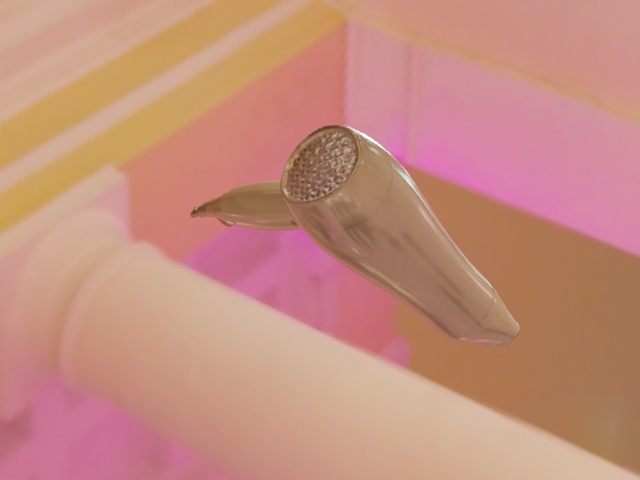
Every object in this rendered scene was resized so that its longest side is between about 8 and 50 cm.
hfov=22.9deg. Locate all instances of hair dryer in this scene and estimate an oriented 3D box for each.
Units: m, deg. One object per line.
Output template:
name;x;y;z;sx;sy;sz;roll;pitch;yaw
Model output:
hair dryer;0.000;0.000;1.104;0.206;0.237;0.075;44;-115;-38
